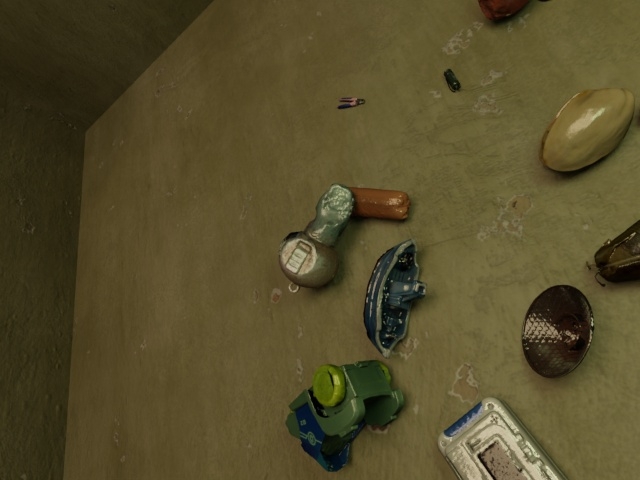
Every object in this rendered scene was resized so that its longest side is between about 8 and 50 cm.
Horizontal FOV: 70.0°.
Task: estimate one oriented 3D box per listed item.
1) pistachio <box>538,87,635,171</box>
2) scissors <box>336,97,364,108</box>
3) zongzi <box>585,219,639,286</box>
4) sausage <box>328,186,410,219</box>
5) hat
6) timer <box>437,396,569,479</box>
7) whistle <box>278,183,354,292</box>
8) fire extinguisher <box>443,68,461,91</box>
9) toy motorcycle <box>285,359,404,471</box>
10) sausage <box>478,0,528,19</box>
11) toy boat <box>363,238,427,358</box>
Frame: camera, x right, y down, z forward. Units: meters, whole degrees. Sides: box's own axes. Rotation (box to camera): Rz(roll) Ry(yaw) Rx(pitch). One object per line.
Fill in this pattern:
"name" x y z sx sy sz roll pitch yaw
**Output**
"pistachio" 0.585 -0.244 1.009 0.215 0.144 0.143 -52 48 23
"scissors" 0.104 -0.472 1.564 0.114 0.012 0.039 10 78 40
"zongzi" 0.668 0.052 0.837 0.248 0.111 0.240 -44 56 22
"sausage" 0.132 -0.111 1.340 0.289 0.086 0.086 10 78 42
"hat" 0.504 0.190 0.927 0.193 0.082 0.192 -164 90 -78
"timer" 0.367 0.462 0.916 0.178 0.078 0.253 -47 49 13
"whistle" 0.000 0.000 1.338 0.189 0.189 0.347 32 96 42
"fire extinguisher" 0.384 -0.461 1.330 0.038 0.025 0.083 112 148 -50
"toy motorcycle" 0.039 0.443 1.133 0.326 0.191 0.199 -50 51 31
"sausage" 0.540 -0.736 1.232 0.279 0.152 0.152 -52 49 12
"toy boat" 0.194 0.142 1.151 0.143 0.129 0.308 2 74 54
